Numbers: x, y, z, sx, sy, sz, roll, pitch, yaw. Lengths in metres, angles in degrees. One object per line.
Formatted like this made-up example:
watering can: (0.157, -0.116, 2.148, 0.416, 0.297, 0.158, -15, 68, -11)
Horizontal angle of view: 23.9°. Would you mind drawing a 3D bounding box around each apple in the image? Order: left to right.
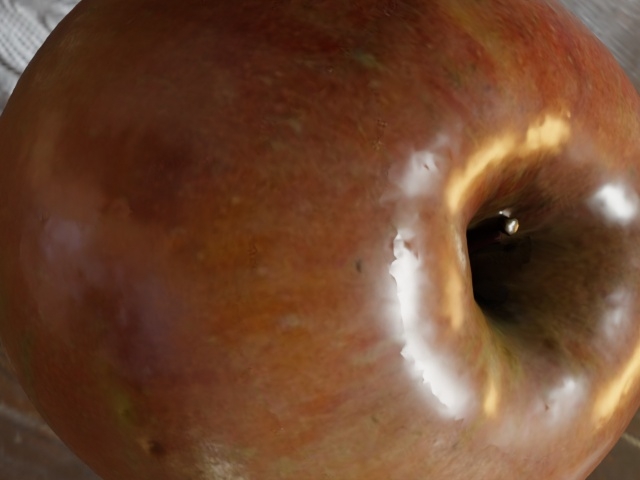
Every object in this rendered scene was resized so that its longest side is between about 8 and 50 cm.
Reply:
apple: (0.000, 0.000, 0.564, 0.254, 0.253, 0.253, -6, 118, -11)
